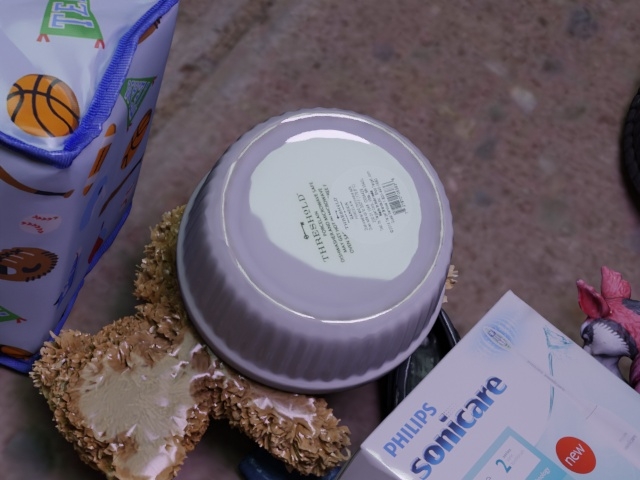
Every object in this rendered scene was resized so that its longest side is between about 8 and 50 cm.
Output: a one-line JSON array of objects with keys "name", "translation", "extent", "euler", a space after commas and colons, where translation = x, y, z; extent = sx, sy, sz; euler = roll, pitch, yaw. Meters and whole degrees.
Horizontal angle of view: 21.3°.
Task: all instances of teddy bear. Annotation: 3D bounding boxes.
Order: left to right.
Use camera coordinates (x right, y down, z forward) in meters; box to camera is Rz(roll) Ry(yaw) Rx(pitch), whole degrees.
[{"name": "teddy bear", "translation": [-0.055, 0.069, 1.327], "extent": [0.245, 0.113, 0.338], "euler": [33, 68, 6]}]

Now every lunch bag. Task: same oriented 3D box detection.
[{"name": "lunch bag", "translation": [-0.334, -0.111, 1.264], "extent": [0.385, 0.328, 0.239], "euler": [26, 55, 1]}]

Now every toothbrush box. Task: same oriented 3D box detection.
[{"name": "toothbrush box", "translation": [0.172, 0.210, 1.197], "extent": [0.295, 0.126, 0.216], "euler": [39, 45, 12]}]

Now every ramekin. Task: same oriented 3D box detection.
[{"name": "ramekin", "translation": [0.000, 0.000, 1.246], "extent": [0.207, 0.109, 0.207], "euler": [4, 68, -9]}]

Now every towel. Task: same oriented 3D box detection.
[{"name": "towel", "translation": [-0.006, 0.203, 1.329], "extent": [0.067, 0.029, 0.119], "euler": [-33, 72, -28]}]

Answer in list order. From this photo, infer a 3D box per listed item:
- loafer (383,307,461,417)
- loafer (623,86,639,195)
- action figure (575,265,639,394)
[{"name": "loafer", "translation": [0.088, 0.157, 1.351], "extent": [0.076, 0.078, 0.223], "euler": [4, 59, -13]}, {"name": "loafer", "translation": [0.384, -0.040, 1.495], "extent": [0.130, 0.134, 0.366], "euler": [15, 33, -29]}, {"name": "action figure", "translation": [0.326, 0.166, 1.308], "extent": [0.248, 0.276, 0.370], "euler": [-41, 89, -25]}]
